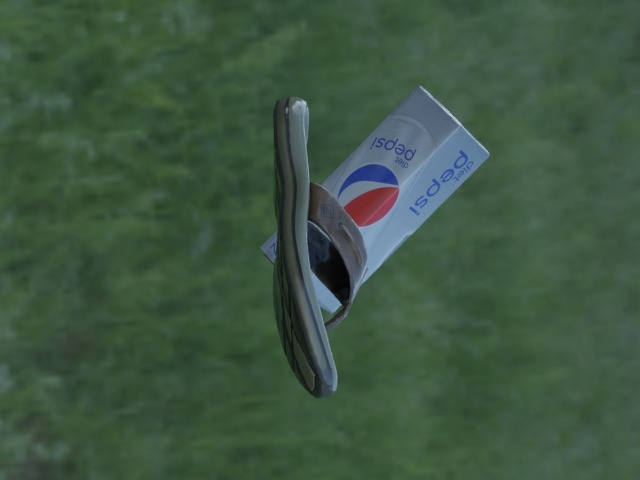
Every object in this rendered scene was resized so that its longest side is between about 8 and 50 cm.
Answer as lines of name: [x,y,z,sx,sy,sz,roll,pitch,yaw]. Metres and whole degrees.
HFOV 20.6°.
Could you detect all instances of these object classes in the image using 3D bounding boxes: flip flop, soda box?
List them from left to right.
flip flop: [0.000,0.000,1.526,0.112,0.080,0.277,101,-13,-60]
soda box: [0.067,-0.048,2.169,0.091,0.286,0.098,49,7,35]
